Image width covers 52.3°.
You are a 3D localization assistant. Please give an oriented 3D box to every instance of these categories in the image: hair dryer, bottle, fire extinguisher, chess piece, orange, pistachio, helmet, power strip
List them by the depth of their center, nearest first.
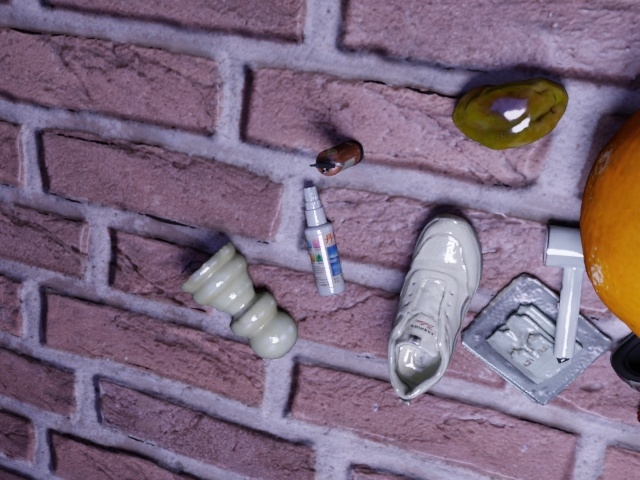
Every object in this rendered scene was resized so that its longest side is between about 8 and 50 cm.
[{"bbox_3d":[0.580,-0.021,0.892,0.424,0.326,0.424,-1,85,14],"label":"orange"},{"bbox_3d":[0.311,-0.206,1.078,0.189,0.100,0.110,-4,101,19],"label":"pistachio"},{"bbox_3d":[0.593,0.207,1.086,0.177,0.153,0.107,-31,107,24],"label":"helmet"},{"bbox_3d":[0.440,0.098,1.117,0.131,0.073,0.236,8,92,16],"label":"hair dryer"},{"bbox_3d":[0.032,-0.144,1.154,0.062,0.177,0.050,2,106,20],"label":"fire extinguisher"},{"bbox_3d":[0.390,0.191,1.195,0.213,0.064,0.198,37,117,4],"label":"power strip"},{"bbox_3d":[0.000,0.000,1.275,0.060,0.060,0.217,-8,105,22],"label":"bottle"},{"bbox_3d":[-0.152,0.139,1.335,0.144,0.144,0.251,-40,95,25],"label":"chess piece"}]

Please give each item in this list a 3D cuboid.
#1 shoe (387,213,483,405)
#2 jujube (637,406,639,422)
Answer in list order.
[{"bbox_3d":[0.199,0.130,1.162,0.132,0.210,0.342,15,110,15],"label":"shoe"},{"bbox_3d":[0.617,0.291,1.142,0.077,0.077,0.129,49,124,0],"label":"jujube"}]
